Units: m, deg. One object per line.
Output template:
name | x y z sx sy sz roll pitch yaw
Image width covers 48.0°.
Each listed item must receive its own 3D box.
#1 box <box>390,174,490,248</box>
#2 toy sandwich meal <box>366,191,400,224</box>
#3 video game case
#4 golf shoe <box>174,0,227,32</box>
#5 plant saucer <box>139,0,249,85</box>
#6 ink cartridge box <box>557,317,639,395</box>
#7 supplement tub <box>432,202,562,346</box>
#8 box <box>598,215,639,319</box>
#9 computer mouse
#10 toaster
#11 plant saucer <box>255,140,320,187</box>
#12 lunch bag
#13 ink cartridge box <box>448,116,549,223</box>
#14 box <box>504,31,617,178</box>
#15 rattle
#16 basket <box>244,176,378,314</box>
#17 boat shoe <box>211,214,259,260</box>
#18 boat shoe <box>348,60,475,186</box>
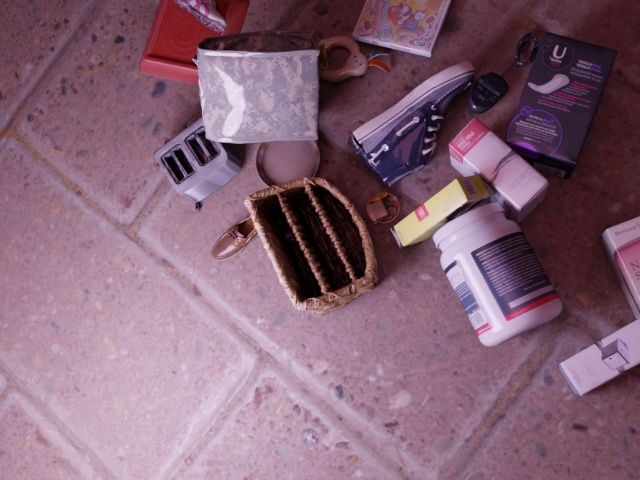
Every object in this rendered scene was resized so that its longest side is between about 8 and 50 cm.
box | 0.262 -0.062 1.601 0.232 0.087 0.058 -40 70 48
toy sandwich meal | 0.149 -0.079 1.726 0.086 0.029 0.085 -2 80 14
video game case | 0.213 -0.578 1.784 0.207 0.026 0.226 18 78 16
golf shoe | -0.304 -0.614 1.863 0.186 0.067 0.086 41 90 17
plant saucer | -0.349 -0.554 1.924 0.259 0.048 0.258 15 84 16
ink cartridge box | 0.602 0.245 1.501 0.191 0.139 0.082 -33 73 6
supplement tub | 0.380 0.075 1.558 0.191 0.191 0.272 -27 76 8
box | 0.711 0.061 1.512 0.149 0.127 0.232 -23 76 10
computer mouse | 0.435 -0.396 1.711 0.071 0.041 0.242 42 85 8
toaster | -0.308 -0.199 1.820 0.168 0.110 0.185 -35 74 7
plant saucer | -0.080 -0.201 1.806 0.169 0.029 0.168 -3 79 14
lunch bag | -0.148 -0.362 1.696 0.287 0.235 0.169 -3 36 -5
ink cartridge box | 0.396 -0.153 1.610 0.092 0.158 0.218 -46 73 1
box | 0.530 -0.299 1.609 0.165 0.143 0.270 21 86 14
rattle | 0.063 -0.468 1.762 0.200 0.142 0.130 15 60 24
basket | 0.000 0.000 1.651 0.214 0.223 0.299 -27 74 8
boat shoe | -0.203 -0.015 1.787 0.178 0.060 0.064 -36 74 6
boat shoe | 0.245 -0.267 1.698 0.341 0.127 0.158 -34 81 15
